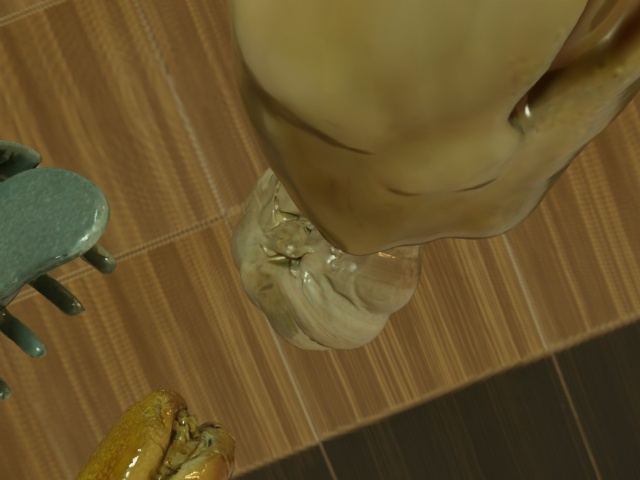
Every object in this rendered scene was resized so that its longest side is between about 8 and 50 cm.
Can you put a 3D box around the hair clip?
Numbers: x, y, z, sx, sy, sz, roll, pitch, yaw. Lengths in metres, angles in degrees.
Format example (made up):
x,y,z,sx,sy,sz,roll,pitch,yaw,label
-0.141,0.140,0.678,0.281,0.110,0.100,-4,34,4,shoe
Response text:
x,y,z,sx,sy,sz,roll,pitch,yaw,label
-0.381,0.026,1.205,0.392,0.238,0.318,34,82,25,hair clip

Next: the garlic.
x,y,z,sx,sy,sz,roll,pitch,yaw,label
0.003,0.001,1.193,0.152,0.228,0.228,5,102,-44,garlic

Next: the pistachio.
x,y,z,sx,sy,sz,roll,pitch,yaw,label
0.098,-0.197,0.725,0.281,0.365,0.445,16,101,-27,pistachio

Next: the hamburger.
x,y,z,sx,sy,sz,roll,pitch,yaw,label
-0.190,0.286,1.224,0.144,0.156,0.283,40,66,-12,hamburger
